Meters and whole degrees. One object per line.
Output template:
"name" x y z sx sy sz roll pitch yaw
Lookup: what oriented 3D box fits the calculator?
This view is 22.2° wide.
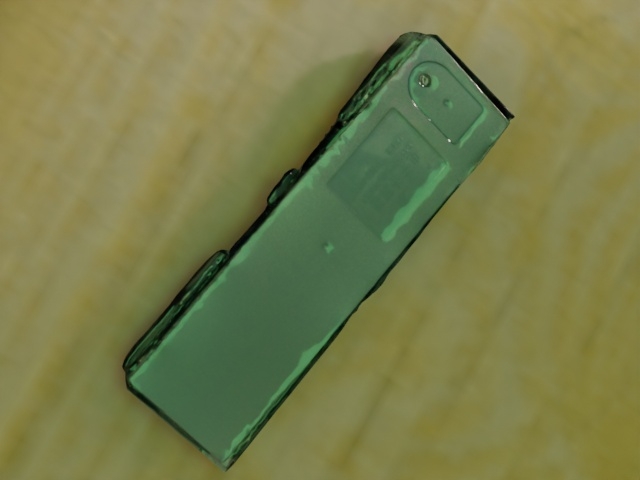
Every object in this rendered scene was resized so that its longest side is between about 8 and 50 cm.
"calculator" 0.000 0.000 0.589 0.057 0.018 0.172 42 77 -14
